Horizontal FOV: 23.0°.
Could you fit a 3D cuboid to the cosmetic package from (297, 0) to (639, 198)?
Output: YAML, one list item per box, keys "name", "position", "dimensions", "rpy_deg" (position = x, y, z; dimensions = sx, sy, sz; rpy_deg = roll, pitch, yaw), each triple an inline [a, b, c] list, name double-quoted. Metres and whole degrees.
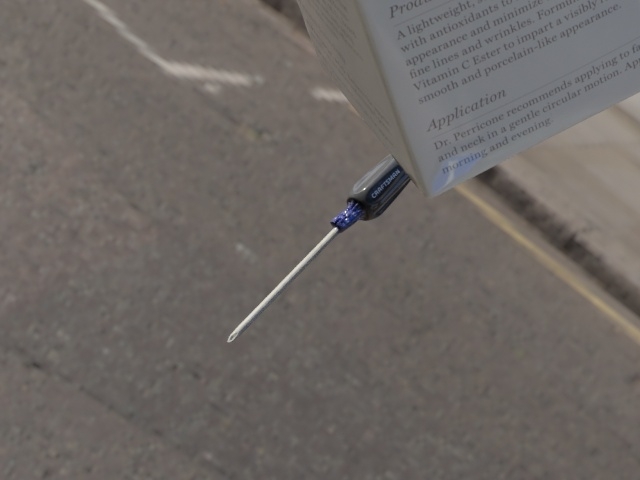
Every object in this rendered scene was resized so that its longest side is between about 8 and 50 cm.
- name: "cosmetic package"
  position: [0.064, -0.154, 0.775]
  dimensions: [0.151, 0.151, 0.184]
  rpy_deg: [57, -9, 51]

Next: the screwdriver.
- name: "screwdriver"
  position: [0.000, 0.000, 0.895]
  dimensions: [0.024, 0.025, 0.170]
  rpy_deg: [10, 41, 44]
